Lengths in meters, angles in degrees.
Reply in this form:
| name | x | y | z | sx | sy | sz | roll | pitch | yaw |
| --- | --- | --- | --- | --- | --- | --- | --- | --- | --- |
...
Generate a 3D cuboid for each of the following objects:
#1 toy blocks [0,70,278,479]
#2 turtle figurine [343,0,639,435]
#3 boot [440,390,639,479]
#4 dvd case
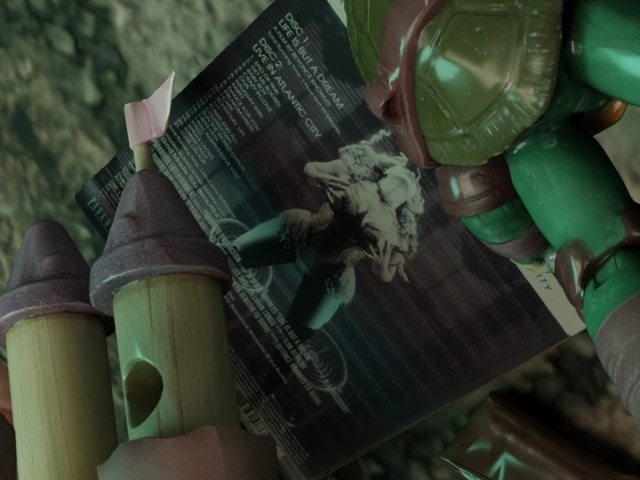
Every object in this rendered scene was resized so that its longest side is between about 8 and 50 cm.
| name | x | y | z | sx | sy | sz | roll | pitch | yaw |
| --- | --- | --- | --- | --- | --- | --- | --- | --- | --- |
| toy blocks | -0.094 | 0.115 | 0.743 | 0.288 | 0.309 | 0.260 | -39 | 53 | 46 |
| turtle figurine | 0.067 | -0.053 | 0.510 | 0.234 | 0.118 | 0.175 | 55 | 144 | 43 |
| boot | 0.096 | 0.121 | 0.691 | 0.114 | 0.037 | 0.106 | 21 | 115 | 28 |
| dvd case | 0.000 | 0.000 | 0.717 | 0.164 | 0.018 | 0.221 | 54 | 139 | 1 |
